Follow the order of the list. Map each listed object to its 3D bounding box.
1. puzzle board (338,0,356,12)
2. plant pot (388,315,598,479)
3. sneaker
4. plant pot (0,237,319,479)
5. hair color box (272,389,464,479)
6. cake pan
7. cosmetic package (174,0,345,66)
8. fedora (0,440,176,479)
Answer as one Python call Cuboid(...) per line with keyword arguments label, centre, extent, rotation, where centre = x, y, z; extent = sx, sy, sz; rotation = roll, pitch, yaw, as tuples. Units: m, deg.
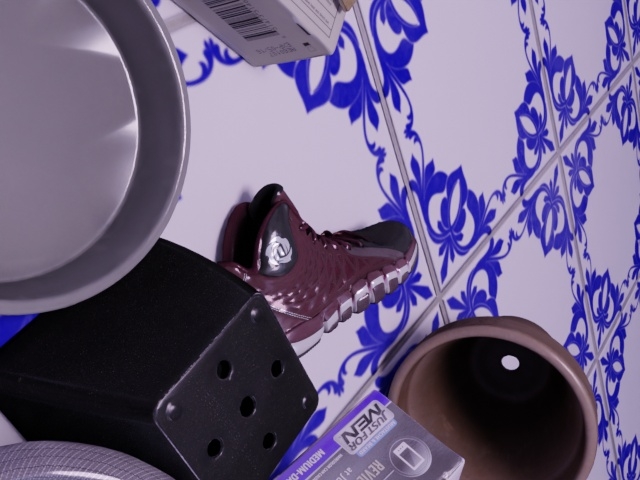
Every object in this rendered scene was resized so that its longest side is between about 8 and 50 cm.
Cuboid(label="puzzle board", centre=(0.015, -0.293, 0.662), extent=(0.128, 0.011, 0.096), rotation=(56, 50, -37))
Cuboid(label="plant pot", centre=(0.245, 0.205, 0.982), extent=(0.229, 0.263, 0.263), rotation=(-33, 118, -64))
Cuboid(label="sneaker", centre=(0.000, 0.000, 0.761), extent=(0.281, 0.106, 0.162), rotation=(-36, 115, -42))
Cuboid(label="plant pot", centre=(-0.116, 0.119, 0.578), extent=(0.187, 0.167, 0.188), rotation=(-49, 126, -37))
Cuboid(label="hair color box", centre=(0.019, 0.314, 0.671), extent=(0.185, 0.110, 0.338), rotation=(-35, 146, -30))
Cuboid(label="cake pan", centre=(-0.225, -0.093, 0.524), extent=(0.293, 0.054, 0.293), rotation=(-4, 95, -50))
Cuboid(label="cosmetic package", centre=(-0.032, -0.348, 0.697), extent=(0.160, 0.113, 0.309), rotation=(33, 66, -46))
Cuboid(label="fedora", centre=(-0.196, 0.255, 0.496), extent=(0.275, 0.124, 0.243), rotation=(38, 74, -26))
